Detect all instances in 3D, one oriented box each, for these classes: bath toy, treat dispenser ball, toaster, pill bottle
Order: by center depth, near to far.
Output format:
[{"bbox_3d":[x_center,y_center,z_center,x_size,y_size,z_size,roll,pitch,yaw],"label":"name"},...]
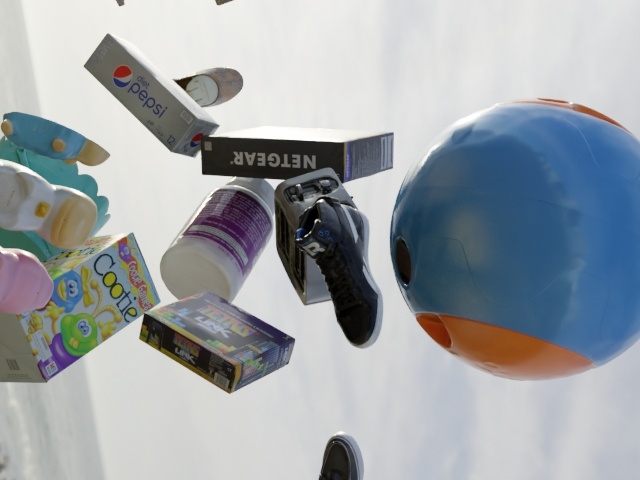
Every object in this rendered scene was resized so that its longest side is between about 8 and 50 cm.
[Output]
[{"bbox_3d":[0.215,-0.001,0.922,0.288,0.288,0.288,170,-90,-75],"label":"treat dispenser ball"},{"bbox_3d":[-0.375,0.024,1.070,0.348,0.152,0.129,-63,-174,-2],"label":"bath toy"},{"bbox_3d":[0.000,0.000,1.474,0.168,0.110,0.185,-118,-158,-46],"label":"toaster"},{"bbox_3d":[-0.195,-0.008,1.859,0.301,0.169,0.169,-62,162,-47],"label":"pill bottle"}]

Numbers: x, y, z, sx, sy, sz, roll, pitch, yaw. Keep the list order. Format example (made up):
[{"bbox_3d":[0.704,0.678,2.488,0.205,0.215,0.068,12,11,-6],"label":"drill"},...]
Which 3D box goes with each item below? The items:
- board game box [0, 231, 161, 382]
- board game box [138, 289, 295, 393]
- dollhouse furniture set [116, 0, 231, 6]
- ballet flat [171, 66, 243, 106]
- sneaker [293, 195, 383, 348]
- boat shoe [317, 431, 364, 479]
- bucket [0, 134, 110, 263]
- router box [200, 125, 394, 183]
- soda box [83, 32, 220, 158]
[{"bbox_3d":[-0.428,0.108,1.517,0.144,0.275,0.142,-6,-70,36],"label":"board game box"},{"bbox_3d":[-0.145,0.139,1.272,0.170,0.141,0.048,26,-66,26],"label":"board game box"},{"bbox_3d":[-0.308,-0.416,1.401,0.355,0.303,0.173,63,9,-57],"label":"dollhouse furniture set"},{"bbox_3d":[-0.363,-0.395,2.438,0.106,0.316,0.107,-61,138,-63],"label":"ballet flat"},{"bbox_3d":[0.015,0.041,1.256,0.079,0.121,0.216,-29,-125,34],"label":"sneaker"},{"bbox_3d":[0.022,0.462,1.624,0.076,0.080,0.228,-15,117,-64],"label":"boat shoe"},{"bbox_3d":[-0.578,-0.052,1.788,0.281,0.281,0.183,106,11,-57],"label":"bucket"},{"bbox_3d":[-0.042,-0.172,1.767,0.243,0.309,0.080,-24,116,-62],"label":"router box"},{"bbox_3d":[-0.340,-0.292,1.817,0.286,0.091,0.098,44,14,18],"label":"soda box"}]
